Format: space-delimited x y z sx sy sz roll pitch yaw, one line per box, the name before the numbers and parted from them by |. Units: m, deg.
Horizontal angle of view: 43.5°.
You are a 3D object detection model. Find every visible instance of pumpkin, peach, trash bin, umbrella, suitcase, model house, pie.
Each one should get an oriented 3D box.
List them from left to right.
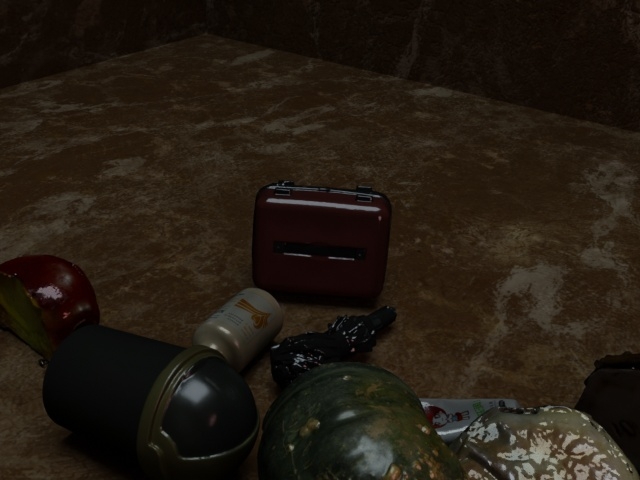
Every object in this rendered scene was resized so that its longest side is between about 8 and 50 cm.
peach | -0.536 0.104 1.554 0.267 0.159 0.154 23 27 35
trash bin | -0.247 0.251 1.241 0.333 0.214 0.214 15 30 29
suitcase | 0.000 0.000 1.723 0.296 0.236 0.161 4 17 0
umbrella | 0.039 0.192 1.515 0.118 0.118 0.340 23 27 31
pumpkin | 0.059 0.324 1.059 0.257 0.292 0.327 -25 23 -12
pie | 0.323 0.377 1.177 0.337 0.075 0.338 -5 40 4
model house | 0.622 0.235 1.313 0.282 0.317 0.297 -19 48 -30

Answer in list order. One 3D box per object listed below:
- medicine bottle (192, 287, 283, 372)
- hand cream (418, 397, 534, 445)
medicine bottle | -0.172 0.188 1.471 0.114 0.114 0.252 16 31 22
hand cream | 0.202 0.306 1.360 0.335 0.076 0.121 0 28 7
